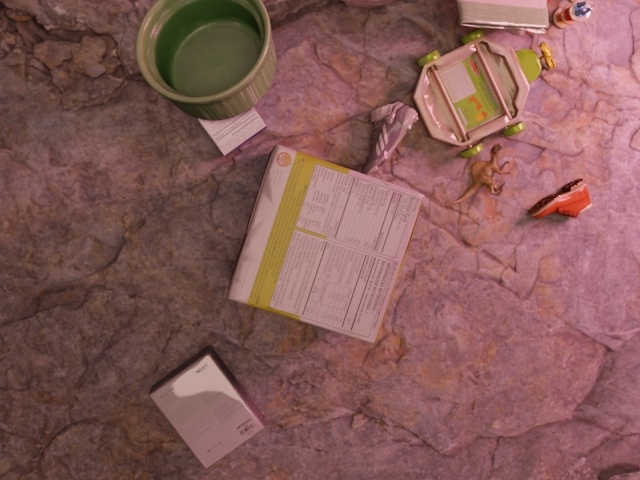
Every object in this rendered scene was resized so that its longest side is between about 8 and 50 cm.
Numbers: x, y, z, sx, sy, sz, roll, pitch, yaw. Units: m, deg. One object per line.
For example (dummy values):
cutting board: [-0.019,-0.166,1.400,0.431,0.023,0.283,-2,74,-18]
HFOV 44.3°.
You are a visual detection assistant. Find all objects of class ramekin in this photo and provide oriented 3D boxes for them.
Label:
ramekin: [-0.243,-0.417,1.758,0.304,0.148,0.303,-3,74,10]

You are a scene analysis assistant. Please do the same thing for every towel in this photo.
towel: [0.401,-0.635,1.806,0.248,0.038,0.324,-1,78,-23]

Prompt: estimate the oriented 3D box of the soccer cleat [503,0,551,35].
soccer cleat: [0.507,-0.577,1.890,0.196,0.076,0.068,-54,138,-10]

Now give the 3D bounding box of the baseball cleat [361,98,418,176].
baseball cleat: [0.144,-0.249,1.902,0.109,0.072,0.206,38,87,6]

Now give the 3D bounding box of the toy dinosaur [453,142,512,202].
toy dinosaur: [0.411,-0.152,1.942,0.093,0.053,0.183,34,103,4]

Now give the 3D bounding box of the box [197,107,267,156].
box: [-0.215,-0.288,1.858,0.126,0.072,0.137,-36,97,-1]

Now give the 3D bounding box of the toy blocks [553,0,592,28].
toy blocks: [0.618,-0.569,1.855,0.054,0.148,0.123,28,94,-7]

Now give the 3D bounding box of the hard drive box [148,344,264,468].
hard drive box: [-0.275,0.405,1.918,0.181,0.089,0.232,-35,98,-1]

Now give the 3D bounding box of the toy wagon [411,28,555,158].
toy wagon: [0.400,-0.371,1.901,0.345,0.068,0.267,-27,98,-2]

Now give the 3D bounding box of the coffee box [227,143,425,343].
coffee box: [0.000,0.000,1.772,0.335,0.337,0.338,17,93,-6]

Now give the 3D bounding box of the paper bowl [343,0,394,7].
paper bowl: [0.119,-0.693,1.806,0.284,0.148,0.284,0,96,-3]

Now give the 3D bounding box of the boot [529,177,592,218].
boot: [0.601,-0.082,1.953,0.158,0.059,0.084,-28,102,-2]
